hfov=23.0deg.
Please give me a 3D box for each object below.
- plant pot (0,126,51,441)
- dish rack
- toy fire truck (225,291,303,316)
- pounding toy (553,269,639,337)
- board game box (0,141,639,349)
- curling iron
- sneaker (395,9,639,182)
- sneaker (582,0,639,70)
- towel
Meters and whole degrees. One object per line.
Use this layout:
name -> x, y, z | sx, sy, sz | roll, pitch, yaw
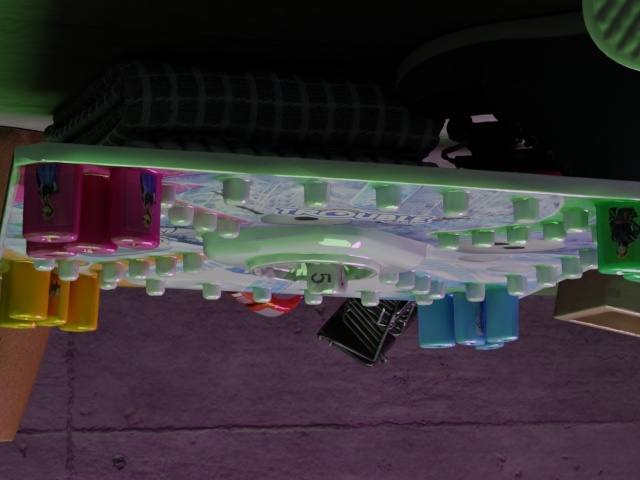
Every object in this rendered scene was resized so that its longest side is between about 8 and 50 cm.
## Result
plant pot -> -0.318, 0.045, 1.346 | 0.237, 0.254, 0.237 | -2, 174, 0
dish rack -> 0.097, 0.014, 1.464 | 0.074, 0.208, 0.271 | 39, 166, 6
toy fire truck -> 0.000, 0.000, 1.485 | 0.135, 0.192, 0.047 | 36, 154, -28
pounding toy -> 0.327, 0.035, 1.319 | 0.206, 0.094, 0.181 | 12, 171, -9
board game box -> -0.004, 0.018, 0.991 | 0.390, 0.050, 0.390 | 4, 169, -13
curling iron -> 0.180, -0.053, 1.012 | 0.068, 0.035, 0.274 | 14, 177, -42
sneaker -> 0.135, -0.071, 0.965 | 0.222, 0.118, 0.083 | -7, 171, 43
sneaker -> 0.284, -0.116, 0.738 | 0.282, 0.102, 0.161 | 8, -177, 36
towel -> -0.070, -0.052, 1.143 | 0.235, 0.121, 0.283 | 1, 172, -24
